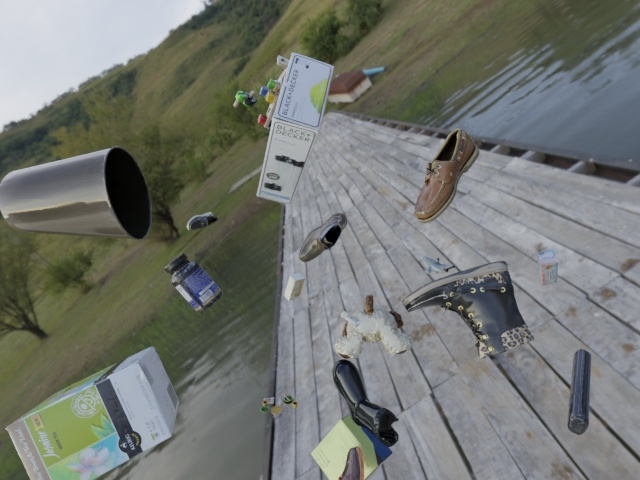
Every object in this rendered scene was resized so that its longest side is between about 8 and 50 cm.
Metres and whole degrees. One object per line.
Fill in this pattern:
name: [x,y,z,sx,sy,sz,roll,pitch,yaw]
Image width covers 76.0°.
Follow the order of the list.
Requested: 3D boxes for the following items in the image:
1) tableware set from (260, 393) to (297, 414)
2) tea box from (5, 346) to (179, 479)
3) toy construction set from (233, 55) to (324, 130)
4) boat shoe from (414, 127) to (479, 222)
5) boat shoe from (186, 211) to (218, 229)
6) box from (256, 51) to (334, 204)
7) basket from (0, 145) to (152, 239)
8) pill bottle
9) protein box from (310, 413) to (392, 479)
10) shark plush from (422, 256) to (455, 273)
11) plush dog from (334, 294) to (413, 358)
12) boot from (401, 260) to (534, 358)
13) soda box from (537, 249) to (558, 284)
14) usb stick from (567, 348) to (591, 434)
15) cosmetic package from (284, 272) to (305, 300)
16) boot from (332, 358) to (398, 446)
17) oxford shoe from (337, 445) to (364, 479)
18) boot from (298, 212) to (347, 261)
tableware set: [-0.172,0.687,1.721,0.154,0.024,0.104,-2,20,-1]
tea box: [-0.603,0.489,1.157,0.323,0.220,0.329,-26,1,-17]
toy construction set: [-0.110,-0.540,1.549,0.237,0.309,0.257,-45,10,38]
boat shoe: [0.354,-0.197,1.220,0.110,0.104,0.307,8,61,54]
boat shoe: [-0.495,-0.080,1.725,0.049,0.056,0.152,18,32,24]
box: [-0.061,-0.217,0.866,0.290,0.087,0.169,120,163,-62]
basket: [-0.493,-0.086,0.827,0.226,0.204,0.154,-3,44,2]
pill bottle: [-0.486,0.160,1.562,0.123,0.219,0.123,-37,9,7]
protein box: [0.115,0.791,1.522,0.201,0.200,0.136,-54,-30,16]
shark plush: [0.475,0.103,1.673,0.073,0.067,0.161,-12,7,-16]
plush dog: [0.176,0.291,1.440,0.262,0.211,0.225,-8,-5,6]
boot: [0.494,0.252,1.371,0.377,0.284,0.138,-18,-17,-1]
soda box: [0.909,0.110,1.638,0.058,0.183,0.063,-14,53,19]
usb stick: [0.713,0.408,1.125,0.045,0.077,0.278,10,31,30]
cosmetic package: [-0.113,0.203,1.791,0.060,0.115,0.041,-12,41,-41]
boot: [0.146,0.507,1.298,0.094,0.247,0.207,-22,6,-25]
oxford shoe: [0.076,0.790,1.311,0.271,0.098,0.097,-72,2,-49]
boot: [0.000,0.000,1.357,0.219,0.082,0.106,-47,7,14]
